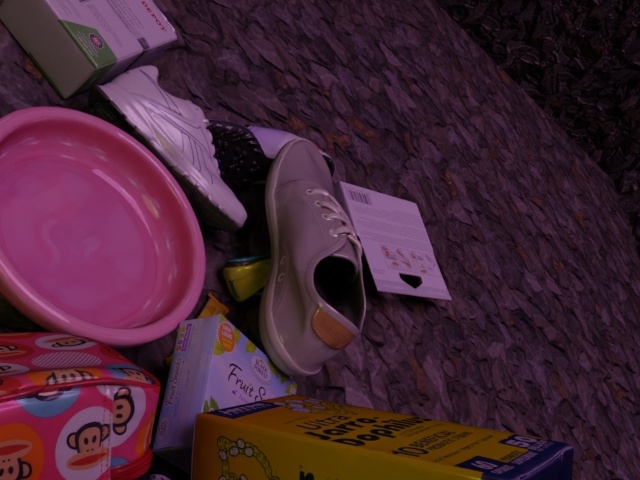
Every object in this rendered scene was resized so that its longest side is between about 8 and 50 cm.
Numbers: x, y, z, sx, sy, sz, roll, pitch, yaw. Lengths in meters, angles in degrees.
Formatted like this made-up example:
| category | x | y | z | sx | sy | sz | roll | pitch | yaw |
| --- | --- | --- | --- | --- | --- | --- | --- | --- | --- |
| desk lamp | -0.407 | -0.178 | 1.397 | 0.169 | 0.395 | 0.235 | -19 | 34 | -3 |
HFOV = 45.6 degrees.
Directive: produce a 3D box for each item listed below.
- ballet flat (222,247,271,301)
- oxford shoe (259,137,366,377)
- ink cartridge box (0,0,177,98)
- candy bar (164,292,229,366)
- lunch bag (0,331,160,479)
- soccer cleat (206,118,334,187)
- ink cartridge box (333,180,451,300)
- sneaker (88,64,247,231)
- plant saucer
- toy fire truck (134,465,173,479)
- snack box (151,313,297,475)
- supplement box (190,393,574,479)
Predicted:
| category | x | y | z | sx | sy | sz | roll | pitch | yaw |
| --- | --- | --- | --- | --- | --- | --- | --- | --- | --- |
| ballet flat | -0.072 | 0.046 | 1.240 | 0.231 | 0.077 | 0.077 | -19 | 100 | -54 |
| oxford shoe | 0.000 | 0.000 | 1.152 | 0.169 | 0.130 | 0.449 | 41 | 32 | -33 |
| ink cartridge box | -0.347 | -0.328 | 1.163 | 0.160 | 0.092 | 0.219 | 53 | 33 | -7 |
| candy bar | -0.172 | 0.131 | 1.074 | 0.040 | 0.018 | 0.161 | 45 | 35 | -12 |
| lunch bag | -0.321 | 0.149 | 0.680 | 0.293 | 0.258 | 0.120 | 0 | 99 | -45 |
| soccer cleat | -0.122 | -0.155 | 1.328 | 0.318 | 0.109 | 0.116 | 7 | 28 | -41 |
| ink cartridge box | 0.138 | 0.015 | 1.540 | 0.275 | 0.060 | 0.239 | 11 | 55 | -49 |
| sneaker | -0.205 | -0.140 | 1.143 | 0.297 | 0.111 | 0.129 | 50 | 58 | -14 |
| plant saucer | -0.299 | -0.010 | 0.967 | 0.332 | 0.084 | 0.332 | 33 | 41 | -34 |
| toy fire truck | -0.224 | 0.350 | 0.684 | 0.217 | 0.158 | 0.246 | 4 | 90 | -19 |
| snack box | -0.112 | 0.220 | 0.964 | 0.207 | 0.070 | 0.174 | 54 | 33 | -44 |
| supplement box | 0.056 | 0.291 | 0.798 | 0.194 | 0.356 | 0.195 | 6 | 87 | -57 |
